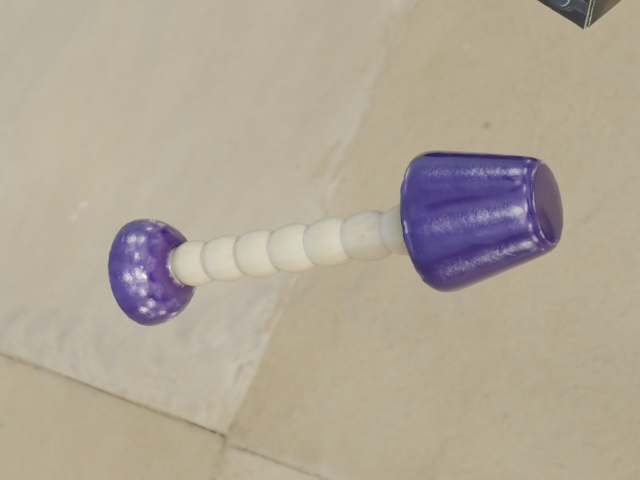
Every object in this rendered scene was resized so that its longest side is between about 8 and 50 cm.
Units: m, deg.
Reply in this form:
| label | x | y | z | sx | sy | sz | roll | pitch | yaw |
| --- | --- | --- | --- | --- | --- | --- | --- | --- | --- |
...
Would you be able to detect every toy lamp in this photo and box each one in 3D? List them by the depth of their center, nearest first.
| label | x | y | z | sx | sy | sz | roll | pitch | yaw |
| --- | --- | --- | --- | --- | --- | --- | --- | --- | --- |
| toy lamp | 0.000 | 0.000 | 0.575 | 0.274 | 0.080 | 0.080 | -9 | 59 | 30 |

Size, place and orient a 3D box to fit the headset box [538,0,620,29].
| label | x | y | z | sx | sy | sz | roll | pitch | yaw |
| --- | --- | --- | --- | --- | --- | --- | --- | --- | --- |
| headset box | 0.210 | -0.339 | 0.828 | 0.246 | 0.131 | 0.283 | -39 | 63 | -19 |
